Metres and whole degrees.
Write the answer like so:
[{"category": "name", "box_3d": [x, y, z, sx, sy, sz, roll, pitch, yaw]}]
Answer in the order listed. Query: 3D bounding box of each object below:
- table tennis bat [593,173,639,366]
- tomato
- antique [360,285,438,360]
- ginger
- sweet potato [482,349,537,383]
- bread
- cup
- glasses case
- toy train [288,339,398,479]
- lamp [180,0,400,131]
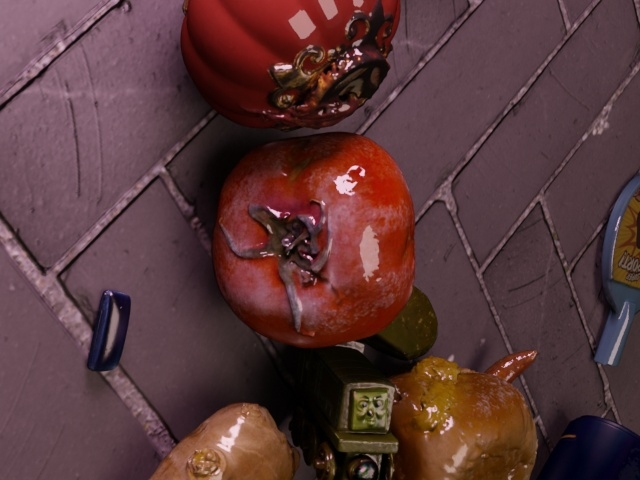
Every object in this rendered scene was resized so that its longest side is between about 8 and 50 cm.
[{"category": "table tennis bat", "box_3d": [0.515, 0.048, 1.884, 0.215, 0.044, 0.329, 17, 88, -49]}, {"category": "tomato", "box_3d": [-0.004, 0.000, 1.194, 0.188, 0.232, 0.232, 0, 103, -65]}, {"category": "antique", "box_3d": [0.068, 0.079, 1.387, 0.221, 0.080, 0.081, 35, 75, -46]}, {"category": "ginger", "box_3d": [-0.175, 0.330, 1.215, 0.375, 0.166, 0.236, -33, 164, -12]}, {"category": "sweet potato", "box_3d": [0.215, 0.253, 1.600, 0.058, 0.078, 0.255, 43, 73, -44]}, {"category": "bread", "box_3d": [0.158, 0.238, 1.450, 0.246, 0.195, 0.176, 2, 108, -49]}, {"category": "cup", "box_3d": [0.402, 0.430, 1.833, 0.178, 0.255, 0.256, 38, 67, -7]}, {"category": "glasses case", "box_3d": [-0.208, 0.092, 1.141, 0.033, 0.023, 0.083, 9, 96, -46]}, {"category": "toy train", "box_3d": [0.026, 0.191, 1.285, 0.090, 0.225, 0.137, 5, 100, -16]}, {"category": "lamp", "box_3d": [-0.023, -0.204, 1.100, 0.227, 0.227, 0.227, -17, 114, -43]}]
